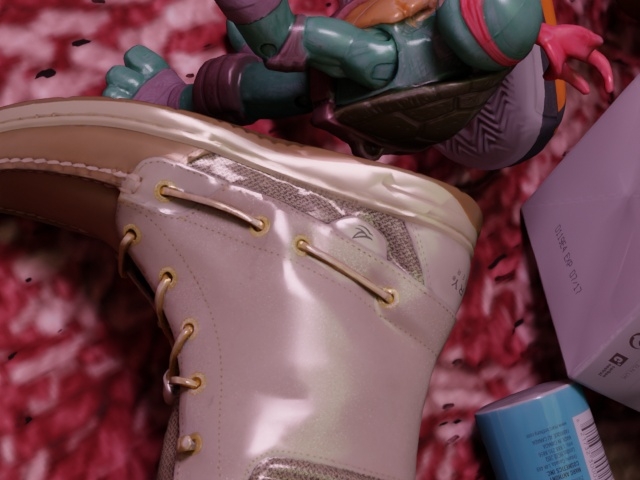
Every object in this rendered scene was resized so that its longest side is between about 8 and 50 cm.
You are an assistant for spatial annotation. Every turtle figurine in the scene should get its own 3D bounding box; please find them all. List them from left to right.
[{"bbox_3d":[0.019,-0.090,0.621,0.175,0.234,0.118,-4,82,-39],"label":"turtle figurine"}]

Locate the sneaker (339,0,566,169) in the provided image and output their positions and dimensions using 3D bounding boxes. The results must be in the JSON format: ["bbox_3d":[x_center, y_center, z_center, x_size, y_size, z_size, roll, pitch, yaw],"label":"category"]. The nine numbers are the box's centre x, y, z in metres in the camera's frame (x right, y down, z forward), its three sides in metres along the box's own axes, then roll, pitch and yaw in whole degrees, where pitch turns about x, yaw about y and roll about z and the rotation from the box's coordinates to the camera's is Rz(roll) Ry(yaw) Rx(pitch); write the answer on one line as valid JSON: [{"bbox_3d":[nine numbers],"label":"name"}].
[{"bbox_3d":[0.091,-0.197,0.786,0.180,0.124,0.321,-11,77,-35],"label":"sneaker"}]

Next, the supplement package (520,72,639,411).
[{"bbox_3d":[0.244,0.027,0.764,0.244,0.134,0.139,25,32,-23],"label":"supplement package"}]

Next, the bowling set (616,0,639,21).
[{"bbox_3d":[0.229,-0.183,0.786,0.287,0.200,0.154,34,90,-27],"label":"bowling set"}]

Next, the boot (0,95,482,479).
[{"bbox_3d":[-0.054,0.039,0.595,0.213,0.077,0.165,12,71,1],"label":"boot"}]

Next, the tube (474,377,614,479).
[{"bbox_3d":[0.130,0.169,0.712,0.080,0.052,0.207,-16,85,-37],"label":"tube"}]
